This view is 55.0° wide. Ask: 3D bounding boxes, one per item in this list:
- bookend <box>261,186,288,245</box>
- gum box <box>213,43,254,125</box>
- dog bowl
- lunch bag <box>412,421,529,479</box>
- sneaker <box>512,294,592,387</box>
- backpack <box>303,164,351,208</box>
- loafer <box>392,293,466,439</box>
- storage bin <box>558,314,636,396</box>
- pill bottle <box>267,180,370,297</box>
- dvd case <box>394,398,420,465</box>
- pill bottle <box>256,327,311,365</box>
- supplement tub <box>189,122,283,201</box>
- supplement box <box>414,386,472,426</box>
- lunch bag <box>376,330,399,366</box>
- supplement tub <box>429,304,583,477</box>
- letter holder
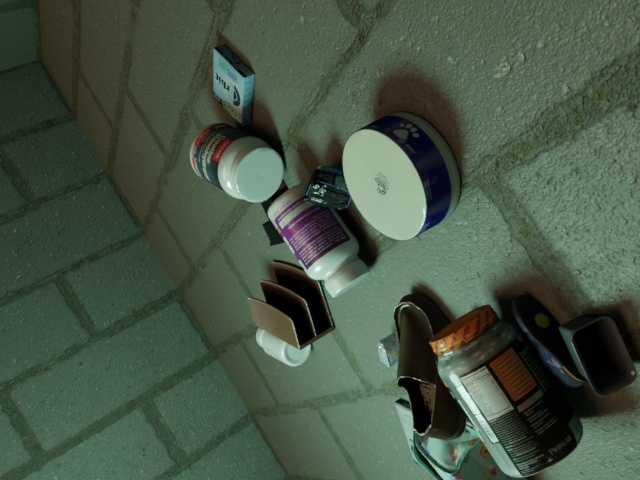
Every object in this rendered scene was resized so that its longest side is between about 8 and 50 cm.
[{"bbox_3d":[-0.132,-0.073,1.940,0.157,0.072,0.156,-15,102,62],"label":"bookend"},{"bbox_3d":[-0.260,-0.458,1.826,0.157,0.041,0.184,47,149,24],"label":"gum box"},{"bbox_3d":[0.170,-0.138,1.342,0.265,0.104,0.265,40,146,35],"label":"dog bowl"},{"bbox_3d":[0.365,0.572,1.596,0.223,0.160,0.262,46,166,-18],"label":"lunch bag"},{"bbox_3d":[0.450,0.208,1.239,0.209,0.069,0.082,52,155,15],"label":"sneaker"},{"bbox_3d":[0.027,-0.138,1.589,0.114,0.084,0.105,17,150,-5],"label":"backpack"},{"bbox_3d":[0.252,0.307,1.501,0.134,0.130,0.366,-33,66,45],"label":"loafer"},{"bbox_3d":[0.504,0.198,1.130,0.135,0.098,0.091,63,180,-6],"label":"storage bin"},{"bbox_3d":[0.000,0.000,1.685,0.301,0.169,0.169,55,152,11],"label":"pill bottle"},{"bbox_3d":[0.322,0.609,1.869,0.179,0.029,0.239,10,124,56],"label":"dvd case"},{"bbox_3d":[-0.147,0.384,2.327,0.229,0.131,0.131,11,125,56],"label":"pill bottle"},{"bbox_3d":[-0.256,-0.237,1.864,0.272,0.191,0.191,30,140,44],"label":"supplement tub"},{"bbox_3d":[0.345,0.400,1.569,0.233,0.078,0.080,17,132,48],"label":"supplement box"},{"bbox_3d":[0.200,0.302,1.739,0.053,0.071,0.083,26,139,53],"label":"lunch bag"},{"bbox_3d":[0.376,0.304,1.278,0.316,0.193,0.193,58,152,6],"label":"supplement tub"},{"bbox_3d":[-0.119,0.207,2.100,0.302,0.152,0.214,16,127,53],"label":"letter holder"}]
